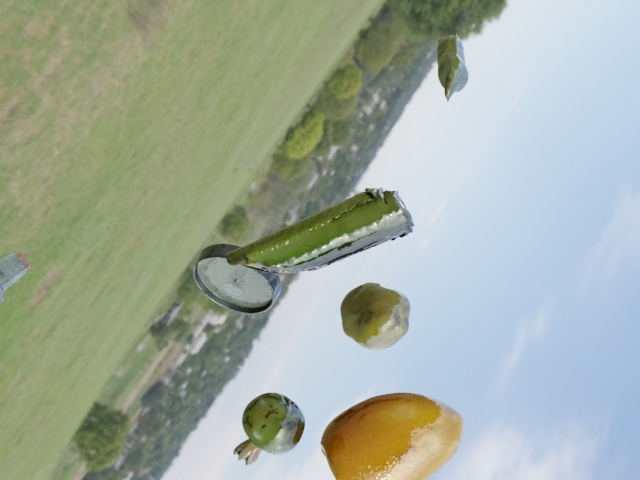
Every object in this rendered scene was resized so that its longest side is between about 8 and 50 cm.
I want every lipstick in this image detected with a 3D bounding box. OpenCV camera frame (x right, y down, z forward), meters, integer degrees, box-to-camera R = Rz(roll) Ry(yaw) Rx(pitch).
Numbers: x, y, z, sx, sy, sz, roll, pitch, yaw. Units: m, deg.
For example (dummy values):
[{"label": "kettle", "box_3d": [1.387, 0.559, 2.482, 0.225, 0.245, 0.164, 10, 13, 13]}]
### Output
[{"label": "lipstick", "box_3d": [-0.435, 0.052, 0.963, 0.051, 0.051, 0.312, -21, -169, -8]}]

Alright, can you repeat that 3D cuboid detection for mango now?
[{"label": "mango", "box_3d": [0.136, 0.368, 1.349, 0.257, 0.187, 0.138, -32, 151, -5]}]

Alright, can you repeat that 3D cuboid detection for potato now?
[{"label": "potato", "box_3d": [0.132, 0.185, 1.777, 0.137, 0.155, 0.200, -20, -165, -30]}]

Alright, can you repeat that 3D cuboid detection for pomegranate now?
[{"label": "pomegranate", "box_3d": [-0.093, 0.335, 1.284, 0.142, 0.114, 0.114, -52, -175, 9]}]

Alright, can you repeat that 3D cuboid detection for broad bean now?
[{"label": "broad bean", "box_3d": [0.274, -0.363, 1.527, 0.061, 0.077, 0.339, -9, -149, 13]}]

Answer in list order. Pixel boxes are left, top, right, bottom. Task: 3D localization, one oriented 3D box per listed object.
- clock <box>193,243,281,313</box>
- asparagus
[{"label": "clock", "box_3d": [-0.200, 0.095, 1.740, 0.215, 0.214, 0.042, -50, -167, 49]}, {"label": "asparagus", "box_3d": [0.000, 0.000, 1.501, 0.381, 0.128, 0.108, -23, -129, 3]}]
